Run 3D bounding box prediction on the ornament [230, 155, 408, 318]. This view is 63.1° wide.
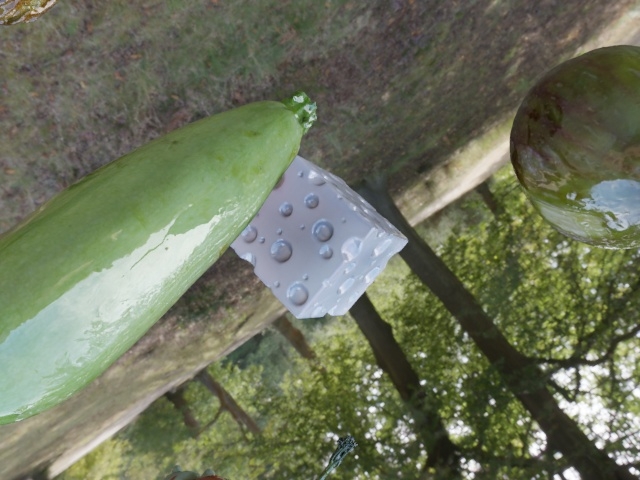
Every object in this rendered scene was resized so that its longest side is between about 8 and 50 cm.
[{"bbox_3d":[0.000,0.000,1.130,0.239,0.240,0.239,-51,158,12],"label":"ornament"}]

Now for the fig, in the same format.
[{"bbox_3d":[0.224,-0.031,0.336,0.149,0.149,0.245,-38,-145,12],"label":"fig"}]

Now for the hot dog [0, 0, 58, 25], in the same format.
[{"bbox_3d":[-0.561,-0.474,0.860,0.196,0.272,0.122,-54,178,-21],"label":"hot dog"}]

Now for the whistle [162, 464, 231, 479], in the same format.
[{"bbox_3d":[-0.173,0.396,0.760,0.253,0.101,0.106,-7,174,38],"label":"whistle"}]

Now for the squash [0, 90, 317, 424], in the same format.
[{"bbox_3d":[-0.128,-0.019,0.409,0.370,0.118,0.118,-50,-178,-36],"label":"squash"}]

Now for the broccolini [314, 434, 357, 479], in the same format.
[{"bbox_3d":[0.005,0.514,1.121,0.218,0.042,0.044,-52,166,-19],"label":"broccolini"}]
